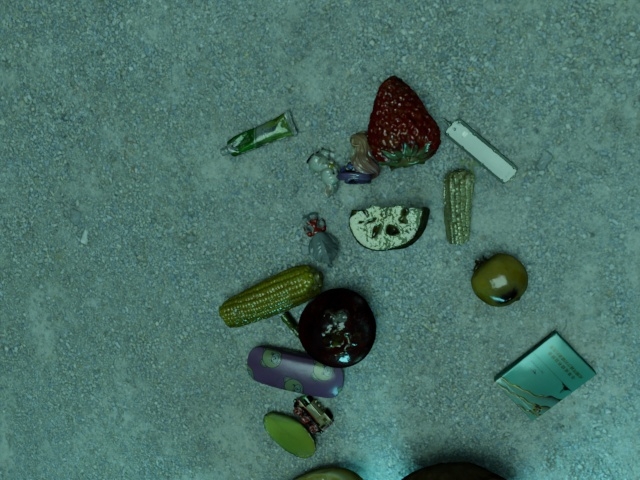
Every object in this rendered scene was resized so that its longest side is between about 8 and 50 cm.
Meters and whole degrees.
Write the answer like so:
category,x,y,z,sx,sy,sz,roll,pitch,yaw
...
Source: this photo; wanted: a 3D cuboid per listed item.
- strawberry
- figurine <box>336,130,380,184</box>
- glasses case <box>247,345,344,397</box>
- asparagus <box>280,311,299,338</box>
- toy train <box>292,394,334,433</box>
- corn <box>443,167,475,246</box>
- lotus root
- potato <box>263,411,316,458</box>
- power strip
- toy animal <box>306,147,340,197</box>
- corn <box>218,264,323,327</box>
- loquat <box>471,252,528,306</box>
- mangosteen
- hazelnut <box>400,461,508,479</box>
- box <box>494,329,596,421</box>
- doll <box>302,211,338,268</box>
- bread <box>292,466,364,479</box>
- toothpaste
category,x,y,z,sx,sy,sz,roll,pitch,yaw
strawberry,0.218,-0.326,1.649,0.205,0.205,0.244,-11,77,17
figurine,0.119,-0.227,1.728,0.114,0.126,0.157,22,93,36
glasses case,-0.080,0.412,1.929,0.316,0.076,0.123,9,104,13
asparagus,-0.062,0.291,1.922,0.165,0.036,0.030,46,130,1
toy train,-0.025,0.549,1.958,0.087,0.050,0.138,-43,87,14
corn,0.382,-0.094,1.702,0.087,0.087,0.210,3,109,15
lotus root,0.193,-0.037,1.740,0.235,0.119,0.138,-6,94,15
potato,-0.095,0.622,1.991,0.198,0.054,0.119,23,111,15
power strip,0.431,-0.252,1.679,0.253,0.027,0.060,42,109,4
toy animal,0.017,-0.198,1.778,0.124,0.071,0.085,47,116,5
corn,-0.152,0.172,1.880,0.363,0.120,0.120,-22,95,20
loquat,0.489,0.108,1.682,0.163,0.137,0.163,13,120,25
mangosteen,0.049,0.262,1.765,0.236,0.261,0.235,1,100,5
hazelnut,0.392,0.838,1.730,0.421,0.421,0.352,22,150,10
box,0.636,0.386,1.748,0.162,0.041,0.229,46,108,3
doll,0.000,0.000,1.828,0.094,0.079,0.180,-22,81,-5
bread,-0.022,0.889,1.880,0.424,0.329,0.245,-29,93,13
toothpaste,-0.190,-0.307,1.828,0.248,0.047,0.078,-19,98,16
